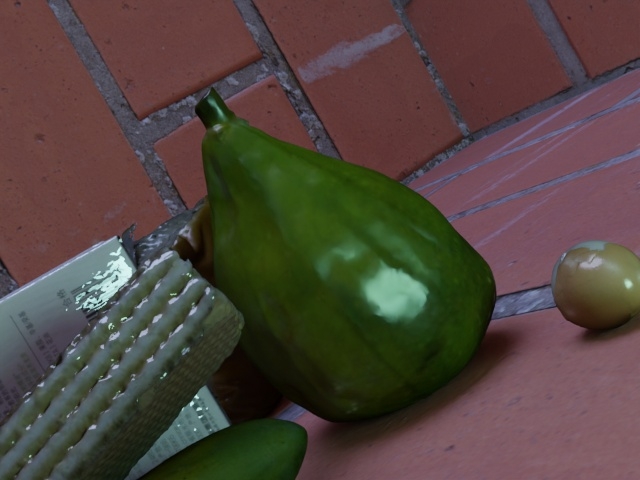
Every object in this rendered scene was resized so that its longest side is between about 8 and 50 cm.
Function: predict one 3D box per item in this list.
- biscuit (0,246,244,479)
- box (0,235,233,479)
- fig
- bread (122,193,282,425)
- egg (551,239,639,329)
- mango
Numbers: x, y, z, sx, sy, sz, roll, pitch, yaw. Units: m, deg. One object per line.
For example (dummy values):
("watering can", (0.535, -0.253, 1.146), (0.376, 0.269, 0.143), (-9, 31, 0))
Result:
("biscuit", (-0.220, 0.194, 0.757), (0.426, 0.078, 0.144), (-49, -12, -9))
("box", (-0.210, 0.155, 0.927), (0.194, 0.260, 0.111), (-31, 6, -24))
("fig", (0.000, 0.025, 0.926), (0.233, 0.314, 0.233), (-51, -10, -13))
("bread", (-0.148, 0.096, 1.206), (0.225, 0.279, 0.250), (-13, 11, 19))
("egg", (0.220, 0.034, 0.793), (0.071, 0.071, 0.083), (-32, 8, -23))
("mango", (-0.113, 0.215, 0.762), (0.237, 0.091, 0.137), (-30, 1, -41))
